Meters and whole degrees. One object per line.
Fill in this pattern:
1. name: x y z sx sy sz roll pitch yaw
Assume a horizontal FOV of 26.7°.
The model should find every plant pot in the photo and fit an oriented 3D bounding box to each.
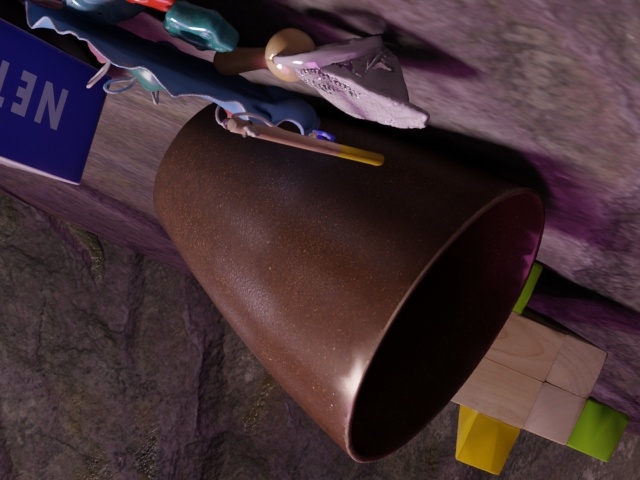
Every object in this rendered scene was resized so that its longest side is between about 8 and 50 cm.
1. plant pot: 0.000 0.000 0.942 0.230 0.215 0.215 34 178 23

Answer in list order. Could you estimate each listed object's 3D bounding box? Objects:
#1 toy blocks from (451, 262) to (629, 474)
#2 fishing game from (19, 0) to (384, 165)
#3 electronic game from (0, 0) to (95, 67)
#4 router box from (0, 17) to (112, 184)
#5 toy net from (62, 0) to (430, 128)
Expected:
1. toy blocks: 0.089 0.069 1.317 0.381 0.191 0.261 24 -176 -16
2. fishing game: -0.091 -0.096 0.806 0.264 0.041 0.189 29 -168 30
3. electronic game: -0.280 -0.163 1.079 0.229 0.048 0.229 21 173 3
4. router box: -0.343 -0.134 0.832 0.301 0.082 0.335 15 177 21
5. toy net: -0.046 -0.121 0.715 0.232 0.045 0.122 20 171 5
